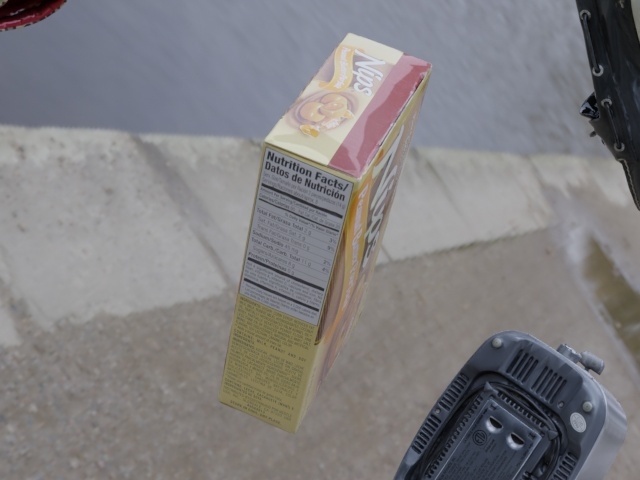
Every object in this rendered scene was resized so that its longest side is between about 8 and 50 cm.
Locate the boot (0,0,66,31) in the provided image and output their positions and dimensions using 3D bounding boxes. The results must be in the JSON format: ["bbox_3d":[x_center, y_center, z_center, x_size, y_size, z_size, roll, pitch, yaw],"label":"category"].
[{"bbox_3d":[-0.336,-0.260,0.974,0.236,0.085,0.178,-20,74,-48],"label":"boot"}]

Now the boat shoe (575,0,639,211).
[{"bbox_3d":[0.344,-0.164,1.310,0.127,0.113,0.340,-55,138,-34],"label":"boat shoe"}]

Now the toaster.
[{"bbox_3d":[0.159,0.187,0.970,0.129,0.227,0.146,35,6,30],"label":"toaster"}]

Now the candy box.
[{"bbox_3d":[0.000,0.000,1.032,0.087,0.316,0.183,21,43,10],"label":"candy box"}]
